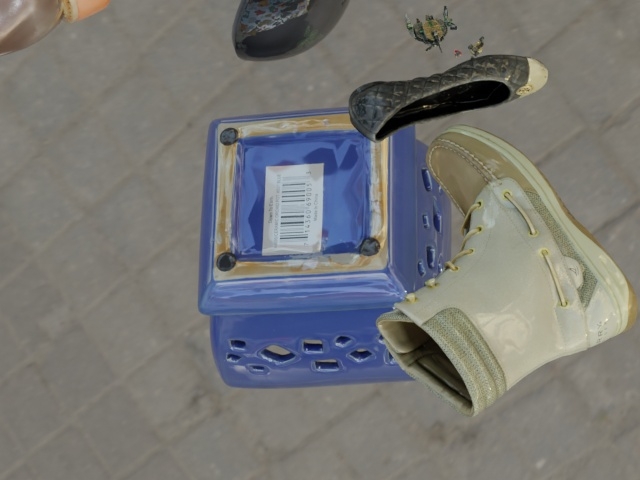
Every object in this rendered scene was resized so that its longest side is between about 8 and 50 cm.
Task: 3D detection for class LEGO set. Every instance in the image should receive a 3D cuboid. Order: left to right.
[{"bbox_3d":[0.117,-0.197,1.472,0.083,0.054,0.023,42,156,4],"label":"LEGO set"}]

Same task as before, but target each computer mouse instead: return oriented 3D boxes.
[{"bbox_3d":[0.012,-0.281,1.474,0.072,0.188,0.272,31,84,14],"label":"computer mouse"}]

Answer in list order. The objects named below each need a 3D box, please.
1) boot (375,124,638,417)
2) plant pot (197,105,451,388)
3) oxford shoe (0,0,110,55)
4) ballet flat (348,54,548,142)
[{"bbox_3d":[0.105,0.017,1.108,0.213,0.165,0.077,50,155,27],"label":"boot"},{"bbox_3d":[0.000,0.000,1.465,0.236,0.212,0.236,-3,66,10],"label":"plant pot"},{"bbox_3d":[-0.284,-0.291,1.013,0.133,0.130,0.363,-32,96,-15],"label":"oxford shoe"},{"bbox_3d":[0.104,-0.110,1.211,0.057,0.173,0.049,99,152,-55],"label":"ballet flat"}]
